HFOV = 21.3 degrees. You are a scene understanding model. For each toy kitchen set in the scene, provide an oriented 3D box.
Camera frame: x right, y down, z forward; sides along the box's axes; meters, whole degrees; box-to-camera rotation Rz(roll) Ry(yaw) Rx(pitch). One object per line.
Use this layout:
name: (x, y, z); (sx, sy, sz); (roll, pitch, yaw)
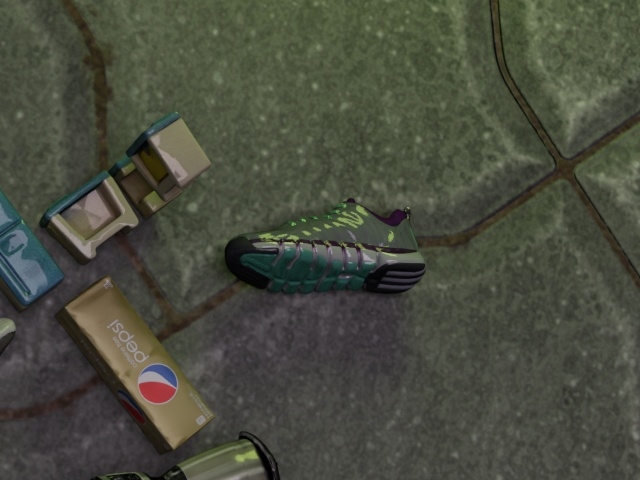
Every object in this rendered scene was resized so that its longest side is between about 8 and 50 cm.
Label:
toy kitchen set: (-0.238, -0.049, 1.673); (0.207, 0.166, 0.122); (-39, 93, -23)

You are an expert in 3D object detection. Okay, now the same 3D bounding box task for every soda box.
soda box: (-0.187, 0.126, 1.710); (0.058, 0.061, 0.181); (-38, 93, -22)

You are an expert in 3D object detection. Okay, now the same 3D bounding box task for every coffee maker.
coffee maker: (-0.126, 0.292, 1.665); (0.178, 0.120, 0.171); (-15, 84, -21)

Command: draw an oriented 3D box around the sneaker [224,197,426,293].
sneaker: (0.000, 0.000, 1.809); (0.224, 0.083, 0.098); (6, 56, -23)

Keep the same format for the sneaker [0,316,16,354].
sneaker: (-0.352, 0.141, 1.661); (0.158, 0.061, 0.065); (-45, 122, -21)
